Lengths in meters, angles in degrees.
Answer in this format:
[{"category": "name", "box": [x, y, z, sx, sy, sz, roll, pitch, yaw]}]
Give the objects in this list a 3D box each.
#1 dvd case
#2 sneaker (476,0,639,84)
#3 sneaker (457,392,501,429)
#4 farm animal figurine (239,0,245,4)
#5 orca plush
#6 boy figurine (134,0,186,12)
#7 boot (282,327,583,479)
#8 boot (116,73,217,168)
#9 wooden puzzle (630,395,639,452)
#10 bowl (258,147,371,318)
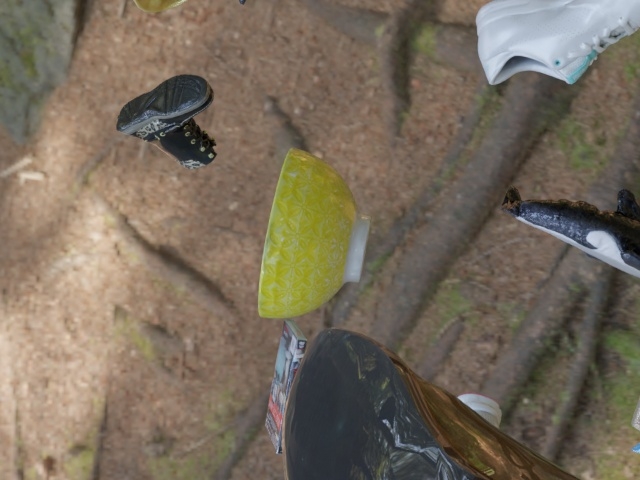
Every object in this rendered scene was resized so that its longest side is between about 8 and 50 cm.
[{"category": "dvd case", "box": [-0.036, 0.148, 1.113, 0.087, 0.013, 0.120, -141, 59, -76]}, {"category": "sneaker", "box": [0.261, -0.203, 1.077, 0.212, 0.080, 0.094, -10, 69, 26]}, {"category": "sneaker", "box": [0.201, 0.360, 1.639, 0.111, 0.102, 0.252, -81, 7, -71]}, {"category": "farm animal figurine", "box": [-0.129, -0.393, 0.961, 0.327, 0.330, 0.172, -65, 34, 21]}, {"category": "orca plush", "box": [0.407, -0.029, 1.561, 0.287, 0.151, 0.102, 24, 88, 14]}, {"category": "boy figurine", "box": [-0.106, -0.267, 0.918, 0.285, 0.177, 0.092, -10, 92, 57]}, {"category": "boot", "box": [0.074, 0.135, 0.549, 0.305, 0.115, 0.112, 34, 107, 59]}, {"category": "boot", "box": [-0.244, -0.218, 2.029, 0.236, 0.178, 0.085, -14, 56, 38]}, {"category": "wooden puzzle", "box": [0.366, 0.184, 1.159, 0.078, 0.014, 0.116, 26, 114, 50]}, {"category": "bowl", "box": [0.000, 0.000, 1.819, 0.156, 0.289, 0.290, 11, 92, 4]}]
